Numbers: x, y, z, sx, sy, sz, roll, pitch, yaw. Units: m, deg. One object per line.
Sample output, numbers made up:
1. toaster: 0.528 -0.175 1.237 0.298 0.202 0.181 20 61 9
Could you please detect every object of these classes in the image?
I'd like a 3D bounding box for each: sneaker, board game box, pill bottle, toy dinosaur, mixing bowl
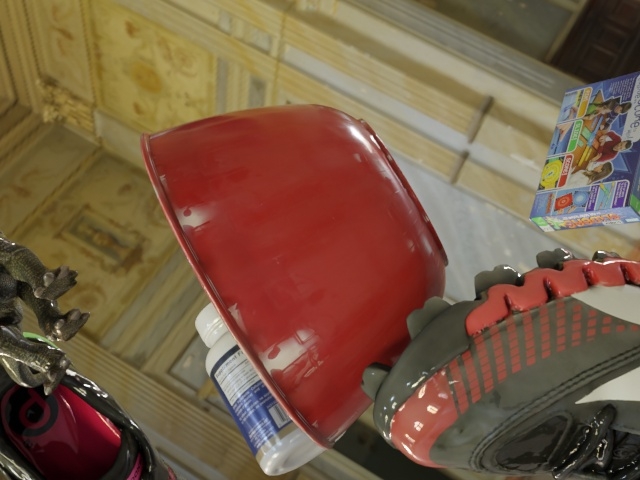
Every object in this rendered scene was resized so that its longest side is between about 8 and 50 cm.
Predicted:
1. sneaker: 0.160 0.073 0.360 0.097 0.276 0.135 104 156 -43
2. board game box: 0.342 -0.109 0.999 0.136 0.035 0.201 -7 55 50
3. sneaker: -0.250 0.315 0.985 0.185 0.483 0.202 -48 12 -15
4. pill bottle: -0.054 0.133 0.802 0.094 0.169 0.094 -28 -25 -14
5. toy dinosaur: -0.254 0.027 0.601 0.121 0.160 0.313 -48 -17 -6
6. mixing bowl: 0.000 0.000 0.414 0.098 0.181 0.181 -31 -12 0
